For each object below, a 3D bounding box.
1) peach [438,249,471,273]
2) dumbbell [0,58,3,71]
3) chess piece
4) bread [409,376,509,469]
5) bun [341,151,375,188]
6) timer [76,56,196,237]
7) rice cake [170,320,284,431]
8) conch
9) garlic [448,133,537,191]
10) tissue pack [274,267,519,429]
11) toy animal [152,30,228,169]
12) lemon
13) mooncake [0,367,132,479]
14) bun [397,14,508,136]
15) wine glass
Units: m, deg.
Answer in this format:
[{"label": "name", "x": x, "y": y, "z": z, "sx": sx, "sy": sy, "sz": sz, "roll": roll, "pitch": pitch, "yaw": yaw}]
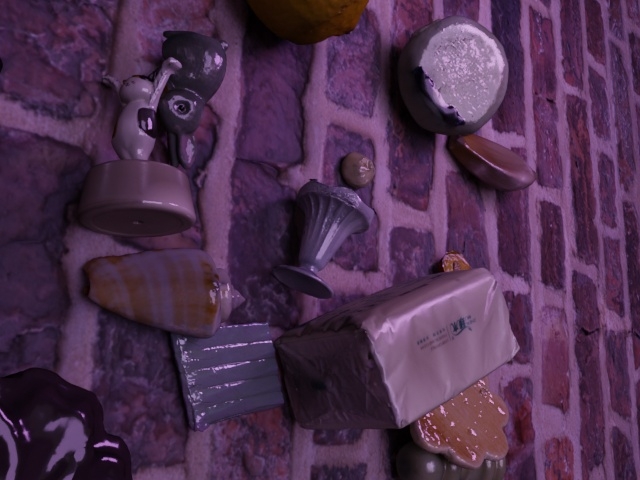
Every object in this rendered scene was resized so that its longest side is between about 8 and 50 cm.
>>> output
[{"label": "peach", "x": 0.331, "y": 0.074, "z": 1.539, "sx": 0.098, "sy": 0.061, "sz": 0.098, "roll": 16, "pitch": 53, "yaw": -23}, {"label": "dumbbell", "x": -0.507, "y": -0.179, "z": 0.811, "sx": 0.100, "sy": 0.100, "sz": 0.191, "roll": 26, "pitch": 66, "yaw": -36}, {"label": "chess piece", "x": 0.278, "y": 0.502, "z": 1.370, "sx": 0.251, "sy": 0.144, "sz": 0.144, "roll": 9, "pitch": 76, "yaw": -34}, {"label": "bread", "x": 0.294, "y": 0.370, "z": 1.374, "sx": 0.316, "sy": 0.054, "sz": 0.316, "roll": 20, "pitch": 40, "yaw": -18}, {"label": "bun", "x": 0.090, "y": -0.159, "z": 1.370, "sx": 0.086, "sy": 0.055, "sz": 0.086, "roll": 10, "pitch": 75, "yaw": -41}, {"label": "timer", "x": -0.289, "y": -0.153, "z": 0.964, "sx": 0.175, "sy": 0.175, "sz": 0.265, "roll": 9, "pitch": 71, "yaw": -41}, {"label": "rice cake", "x": -0.163, "y": 0.233, "z": 1.082, "sx": 0.198, "sy": 0.037, "sz": 0.189, "roll": -11, "pitch": 89, "yaw": -42}, {"label": "conch", "x": -0.235, "y": 0.076, "z": 0.973, "sx": 0.255, "sy": 0.127, "sz": 0.158, "roll": 9, "pitch": 65, "yaw": -39}, {"label": "garlic", "x": 0.483, "y": -0.212, "z": 1.694, "sx": 0.318, "sy": 0.112, "sz": 0.143, "roll": 26, "pitch": 42, "yaw": -29}, {"label": "tissue pack", "x": 0.149, "y": 0.203, "z": 1.171, "sx": 0.381, "sy": 0.297, "sz": 0.207, "roll": -18, "pitch": 89, "yaw": -38}, {"label": "toy animal", "x": -0.234, "y": -0.251, "z": 1.055, "sx": 0.108, "sy": 0.138, "sz": 0.236, "roll": 50, "pitch": 40, "yaw": -67}, {"label": "lemon", "x": -0.028, "y": -0.529, "z": 1.192, "sx": 0.293, "sy": 0.293, "sz": 0.292, "roll": 9, "pitch": 76, "yaw": -40}, {"label": "mooncake", "x": -0.414, "y": 0.335, "z": 0.736, "sx": 0.381, "sy": 0.212, "sz": 0.350, "roll": 12, "pitch": 68, "yaw": -42}, {"label": "bun", "x": 0.317, "y": -0.410, "z": 1.538, "sx": 0.294, "sy": 0.187, "sz": 0.292, "roll": -3, "pitch": 100, "yaw": -19}, {"label": "wine glass", "x": 0.000, "y": 0.000, "z": 1.195, "sx": 0.165, "sy": 0.165, "sz": 0.196, "roll": 39, "pitch": 62, "yaw": -30}]
